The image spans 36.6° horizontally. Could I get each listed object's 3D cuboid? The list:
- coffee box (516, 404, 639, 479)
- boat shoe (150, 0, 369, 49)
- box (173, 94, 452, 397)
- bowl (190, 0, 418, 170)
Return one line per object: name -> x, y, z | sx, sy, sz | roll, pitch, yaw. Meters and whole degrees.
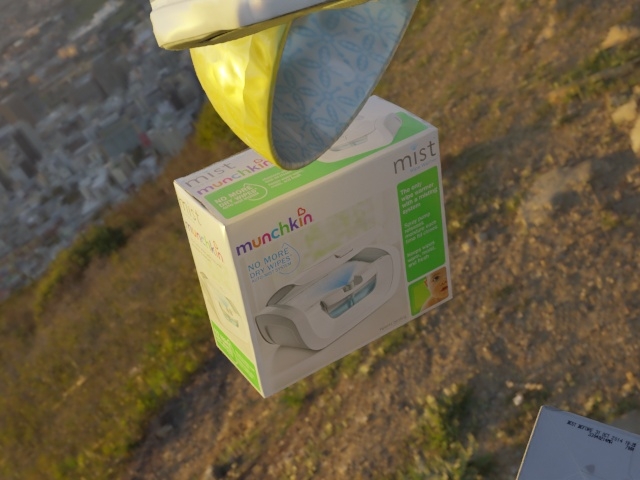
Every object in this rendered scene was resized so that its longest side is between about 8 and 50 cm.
coffee box -> 0.236, 0.261, 0.859 | 0.141, 0.247, 0.098 | 17, 57, 17
boat shoe -> -0.017, -0.127, 0.392 | 0.083, 0.076, 0.226 | -20, 13, -36
box -> 0.000, 0.000, 1.059 | 0.261, 0.231, 0.126 | -25, 37, -23
bowl -> -0.029, -0.220, 0.798 | 0.156, 0.290, 0.289 | 29, 54, 15
